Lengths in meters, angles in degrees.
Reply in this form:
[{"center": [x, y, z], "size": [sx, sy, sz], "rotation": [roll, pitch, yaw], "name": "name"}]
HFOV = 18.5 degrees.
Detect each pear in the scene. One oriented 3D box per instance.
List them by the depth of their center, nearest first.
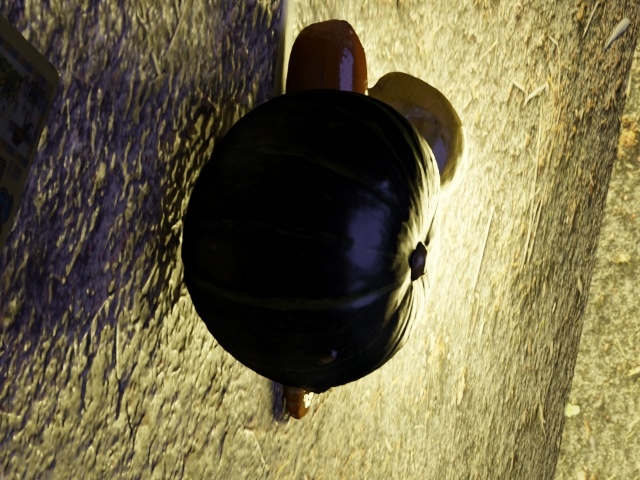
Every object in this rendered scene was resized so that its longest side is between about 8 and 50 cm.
[{"center": [0.093, -0.120, 2.415], "size": [0.178, 0.178, 0.178], "rotation": [9, 90, -69], "name": "pear"}]

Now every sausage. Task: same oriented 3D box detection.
[{"center": [0.006, -0.119, 2.271], "size": [0.105, 0.105, 0.274], "rotation": [-34, 130, -62], "name": "sausage"}]

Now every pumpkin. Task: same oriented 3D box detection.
[{"center": [0.000, 0.000, 2.094], "size": [0.323, 0.241, 0.323], "rotation": [-28, 122, -58], "name": "pumpkin"}]

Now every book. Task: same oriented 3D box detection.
[{"center": [-0.284, -0.090, 1.662], "size": [0.168, 0.013, 0.192], "rotation": [49, 54, -64], "name": "book"}]

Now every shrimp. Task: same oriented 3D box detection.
[{"center": [-0.022, 0.158, 2.411], "size": [0.091, 0.025, 0.127], "rotation": [-58, 153, -46], "name": "shrimp"}]
